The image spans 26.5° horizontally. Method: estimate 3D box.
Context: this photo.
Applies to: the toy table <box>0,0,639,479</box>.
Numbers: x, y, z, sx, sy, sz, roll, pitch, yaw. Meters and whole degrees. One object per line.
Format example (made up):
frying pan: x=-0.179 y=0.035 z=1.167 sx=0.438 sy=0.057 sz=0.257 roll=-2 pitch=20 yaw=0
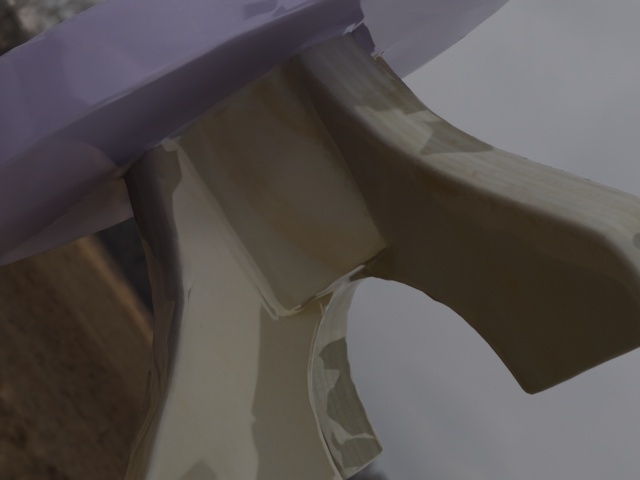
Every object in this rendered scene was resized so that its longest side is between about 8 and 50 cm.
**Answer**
toy table: x=0.000 y=0.000 z=0.473 sx=0.161 sy=0.274 sz=0.252 roll=59 pitch=-24 yaw=5
